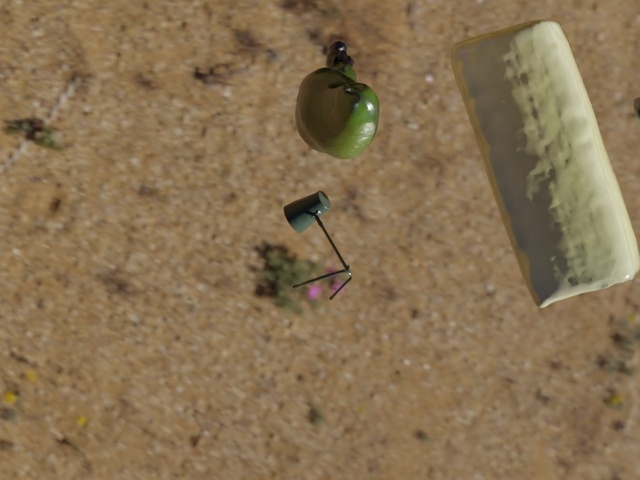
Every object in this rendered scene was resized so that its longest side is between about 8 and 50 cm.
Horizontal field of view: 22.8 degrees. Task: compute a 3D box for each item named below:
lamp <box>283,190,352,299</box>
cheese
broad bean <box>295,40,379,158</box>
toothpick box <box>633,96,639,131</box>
[{"bbox_3d":[0.000,-0.001,1.515,0.054,0.121,0.041,-32,134,23],"label":"lamp"},{"bbox_3d":[0.226,-0.081,1.595,0.124,0.242,0.265,-18,91,5],"label":"cheese"},{"bbox_3d":[0.008,-0.077,0.936,0.046,0.195,0.061,4,104,-2],"label":"broad bean"},{"bbox_3d":[0.473,-0.226,1.539,0.263,0.263,0.354,-6,125,-34],"label":"toothpick box"}]
